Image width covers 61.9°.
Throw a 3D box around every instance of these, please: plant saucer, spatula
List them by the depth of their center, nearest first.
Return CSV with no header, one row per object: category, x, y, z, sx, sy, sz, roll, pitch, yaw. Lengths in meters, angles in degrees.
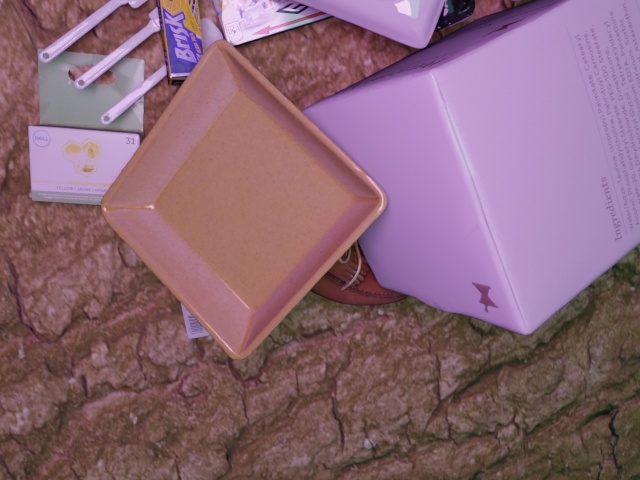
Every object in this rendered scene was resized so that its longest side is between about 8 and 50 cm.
plant saucer,-0.117,-0.054,0.784,0.333,0.081,0.333,45,108,8
spatula,-0.290,-0.304,0.830,0.242,0.019,0.168,-44,111,-9

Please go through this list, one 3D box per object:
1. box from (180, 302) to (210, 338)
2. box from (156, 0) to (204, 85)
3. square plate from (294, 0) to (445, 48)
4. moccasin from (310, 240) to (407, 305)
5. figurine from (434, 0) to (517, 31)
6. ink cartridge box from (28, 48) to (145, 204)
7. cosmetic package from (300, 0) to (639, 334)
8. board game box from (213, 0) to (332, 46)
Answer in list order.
box,-0.226,0.011,0.929,0.067,0.063,0.324,-10,107,-6
box,-0.214,-0.328,0.815,0.059,0.054,0.169,-8,97,-18
square plate,0.054,-0.495,0.738,0.343,0.049,0.348,22,102,4
moccasin,0.001,-0.002,0.911,0.379,0.139,0.147,29,141,-9
figurine,0.235,-0.453,0.796,0.214,0.092,0.210,-11,113,25
ink cartridge box,-0.373,-0.178,0.860,0.170,0.056,0.235,3,107,-9
cosmetic package,0.256,-0.135,0.762,0.393,0.329,0.328,-32,109,-20
board game box,-0.029,-0.454,0.834,0.317,0.046,0.214,-19,108,-3
